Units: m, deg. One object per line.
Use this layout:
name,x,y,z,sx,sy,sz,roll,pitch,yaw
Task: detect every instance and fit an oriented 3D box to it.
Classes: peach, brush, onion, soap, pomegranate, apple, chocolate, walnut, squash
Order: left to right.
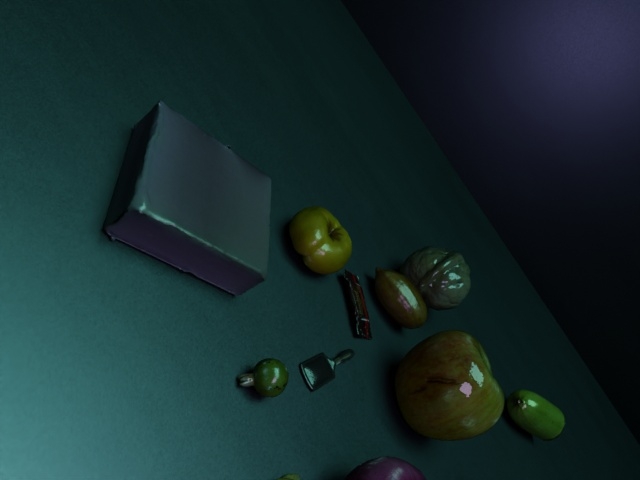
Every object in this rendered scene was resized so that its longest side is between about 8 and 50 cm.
soap,-0.230,-0.077,0.957,0.296,0.107,0.285,33,38,-34
pomegranate,-0.100,0.248,0.902,0.073,0.084,0.073,-10,90,-80
peach,0.000,0.000,1.223,0.179,0.103,0.179,39,31,-29
brush,0.022,0.269,1.095,0.193,0.016,0.063,-10,72,-57
chocolate,0.093,0.163,1.285,0.086,0.028,0.182,24,45,-54
onion,0.109,0.495,0.881,0.200,0.200,0.207,13,84,-50
walnut,0.217,0.157,1.398,0.207,0.116,0.116,50,31,1
walnut,0.355,0.115,1.539,0.224,0.224,0.224,36,37,-33
apple,0.308,0.359,1.231,0.264,0.264,0.264,36,37,-33
squash,0.717,0.581,1.708,0.247,0.132,0.132,36,37,-31

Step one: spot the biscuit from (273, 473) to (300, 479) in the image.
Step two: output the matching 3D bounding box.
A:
biscuit,-0.037,0.520,0.766,0.187,0.036,0.273,-11,72,-58
